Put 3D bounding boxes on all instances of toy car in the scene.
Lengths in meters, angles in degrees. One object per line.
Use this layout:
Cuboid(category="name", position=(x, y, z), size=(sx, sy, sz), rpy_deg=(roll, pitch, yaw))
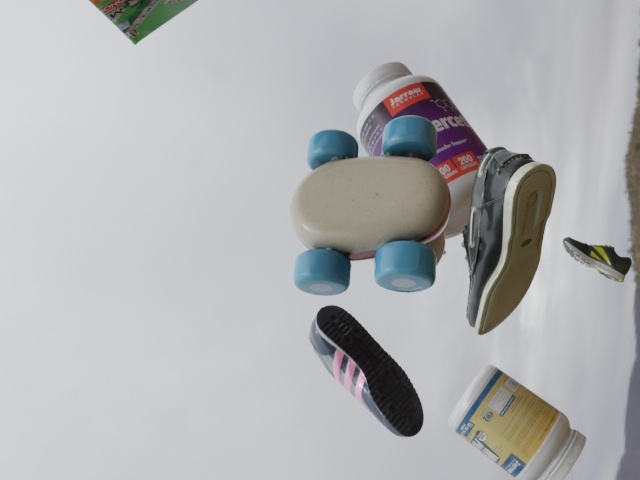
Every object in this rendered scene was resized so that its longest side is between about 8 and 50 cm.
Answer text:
Cuboid(category="toy car", position=(0.090, -0.009, 0.741), size=(0.238, 0.210, 0.219), rpy_deg=(48, -138, -56))

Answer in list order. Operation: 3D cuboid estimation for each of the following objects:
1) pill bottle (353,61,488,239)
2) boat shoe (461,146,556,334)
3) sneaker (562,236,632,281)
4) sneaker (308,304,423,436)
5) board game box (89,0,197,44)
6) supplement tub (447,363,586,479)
Cuboid(category="pill bottle", position=(0.185, -0.171, 0.958), size=(0.181, 0.181, 0.323), rpy_deg=(16, -139, -57))
Cuboid(category="boat shoe", position=(0.205, 0.007, 0.610), size=(0.084, 0.079, 0.233), rpy_deg=(-18, -54, -26))
Cuboid(category="sneaker", position=(0.342, 0.017, 0.650), size=(0.035, 0.083, 0.031), rpy_deg=(-54, -20, 2))
Cuboid(category="sneaker", position=(0.090, 0.290, 1.131), size=(0.112, 0.319, 0.131), rpy_deg=(-24, -25, -34))
Cuboid(category="board game box", position=(-0.217, -0.446, 0.747), size=(0.213, 0.317, 0.046), rpy_deg=(41, -157, -61))
Cuboid(category="supplement tub", position=(0.349, 0.337, 0.943), size=(0.144, 0.199, 0.144), rpy_deg=(-41, -28, -28))
